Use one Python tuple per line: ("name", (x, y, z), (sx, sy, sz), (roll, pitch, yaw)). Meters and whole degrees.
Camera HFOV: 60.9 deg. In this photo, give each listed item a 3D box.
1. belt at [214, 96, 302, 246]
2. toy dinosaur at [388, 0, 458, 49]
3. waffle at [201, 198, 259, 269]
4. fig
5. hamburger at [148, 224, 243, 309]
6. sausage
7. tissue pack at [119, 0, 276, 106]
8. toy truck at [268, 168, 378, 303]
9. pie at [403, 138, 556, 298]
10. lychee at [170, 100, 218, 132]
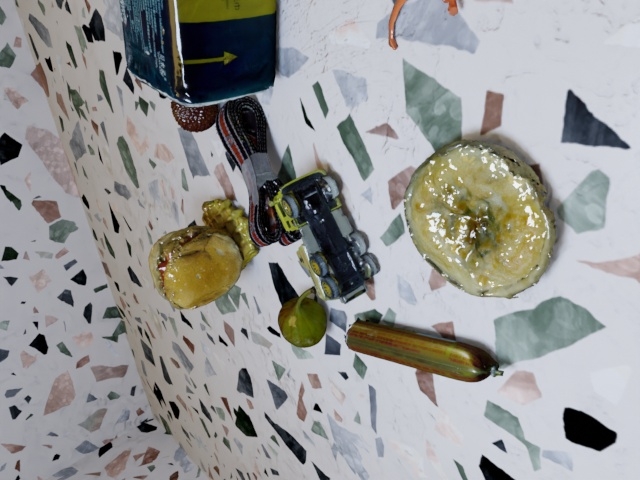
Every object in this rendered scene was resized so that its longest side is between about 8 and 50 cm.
("belt", (-0.143, -0.154, 1.239), (0.094, 0.126, 0.359), (-24, 87, 64))
("toy dinosaur", (0.159, -0.360, 0.757), (0.101, 0.055, 0.279), (62, 149, 21))
("waffle", (-0.262, -0.032, 1.539), (0.219, 0.057, 0.229), (59, 144, 8))
("fig", (-0.040, 0.170, 1.275), (0.124, 0.124, 0.236), (50, 159, 21))
("hamburger", (-0.340, 0.067, 1.458), (0.163, 0.244, 0.244), (31, 134, 43))
("sausage", (0.195, 0.214, 1.058), (0.371, 0.082, 0.082), (3, 114, 52))
("tissue pack", (-0.237, -0.503, 1.023), (0.264, 0.253, 0.416), (34, 136, 36))
("toy truck", (0.000, 0.000, 1.147), (0.272, 0.124, 0.157), (64, 157, -4))
("pie", (0.239, -0.031, 0.853), (0.274, 0.055, 0.274), (33, 136, 39))
("lychee", (-0.317, -0.333, 1.369), (0.123, 0.123, 0.129), (64, -178, 2))
